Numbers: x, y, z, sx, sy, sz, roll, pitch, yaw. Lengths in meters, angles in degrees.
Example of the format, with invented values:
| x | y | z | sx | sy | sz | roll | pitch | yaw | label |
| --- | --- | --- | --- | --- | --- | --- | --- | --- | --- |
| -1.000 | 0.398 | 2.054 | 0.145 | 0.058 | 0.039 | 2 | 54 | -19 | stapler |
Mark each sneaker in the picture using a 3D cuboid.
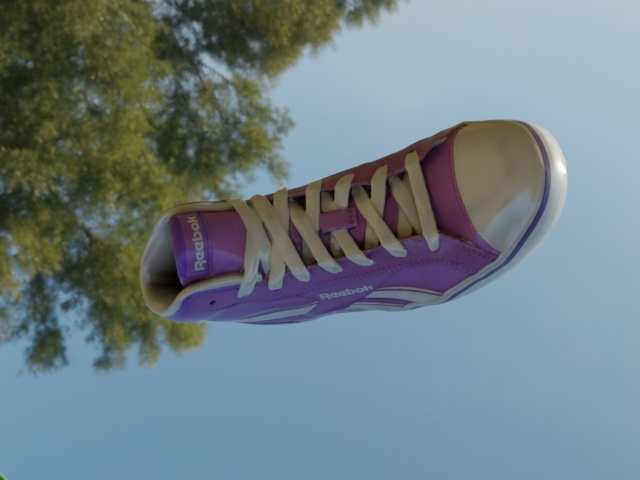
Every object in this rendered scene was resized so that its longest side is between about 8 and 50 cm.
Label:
| x | y | z | sx | sy | sz | roll | pitch | yaw | label |
| --- | --- | --- | --- | --- | --- | --- | --- | --- | --- |
| 0.000 | 0.001 | 0.518 | 0.282 | 0.102 | 0.161 | -25 | 161 | 38 | sneaker |

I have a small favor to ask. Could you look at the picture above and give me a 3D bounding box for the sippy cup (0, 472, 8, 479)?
| x | y | z | sx | sy | sz | roll | pitch | yaw | label |
| --- | --- | --- | --- | --- | --- | --- | --- | --- | --- |
| -0.393 | 0.277 | 0.627 | 0.305 | 0.240 | 0.224 | -22 | -123 | 9 | sippy cup |
